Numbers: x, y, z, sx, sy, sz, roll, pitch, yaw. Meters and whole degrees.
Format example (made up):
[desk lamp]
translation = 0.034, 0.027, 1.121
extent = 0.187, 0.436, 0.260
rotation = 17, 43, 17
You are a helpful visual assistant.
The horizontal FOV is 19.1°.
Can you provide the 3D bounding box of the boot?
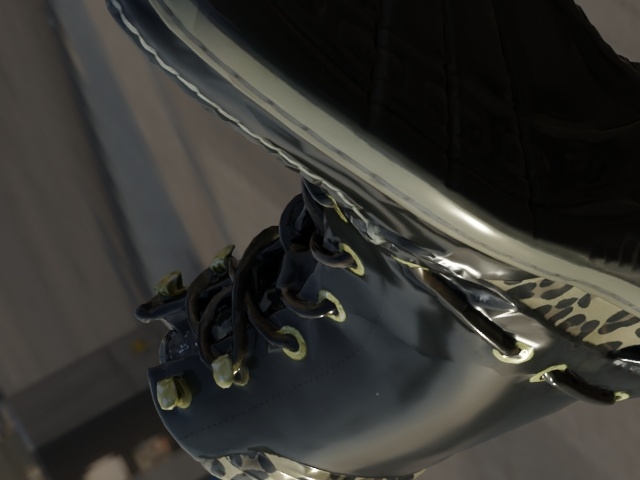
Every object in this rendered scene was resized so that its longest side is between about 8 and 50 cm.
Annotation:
[boot]
translation = 0.001, 0.002, 0.484
extent = 0.178, 0.236, 0.085
rotation = -27, 50, 38
